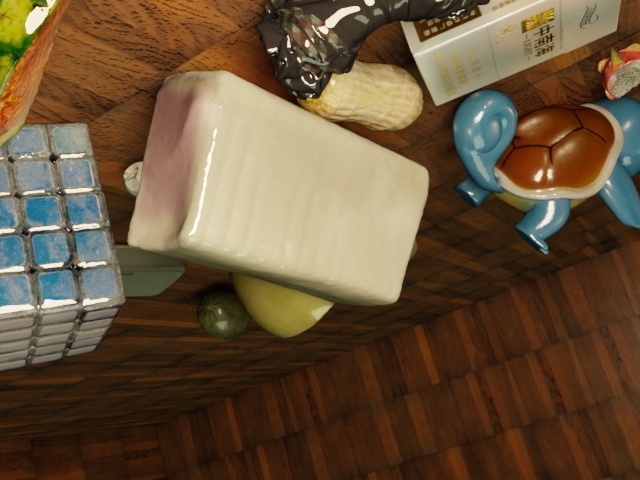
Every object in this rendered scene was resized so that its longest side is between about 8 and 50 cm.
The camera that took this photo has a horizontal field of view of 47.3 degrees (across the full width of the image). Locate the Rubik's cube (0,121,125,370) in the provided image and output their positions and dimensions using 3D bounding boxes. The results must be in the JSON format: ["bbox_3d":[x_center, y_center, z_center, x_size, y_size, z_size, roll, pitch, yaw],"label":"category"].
[{"bbox_3d":[-0.384,0.016,0.865,0.236,0.237,0.238,-6,160,-27],"label":"Rubik's cube"}]

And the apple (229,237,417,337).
[{"bbox_3d":[-0.017,-0.005,1.153,0.295,0.234,0.257,-27,-174,-31],"label":"apple"}]

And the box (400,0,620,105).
[{"bbox_3d":[0.228,-0.260,0.872,0.242,0.067,0.155,-21,164,14],"label":"box"}]

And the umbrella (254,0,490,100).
[{"bbox_3d":[0.063,-0.243,0.718,0.272,0.122,0.110,-25,-155,11],"label":"umbrella"}]

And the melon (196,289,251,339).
[{"bbox_3d":[-0.222,0.172,1.702,0.114,0.114,0.167,-22,163,14],"label":"melon"}]

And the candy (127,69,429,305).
[{"bbox_3d":[-0.035,-0.050,0.879,0.358,0.208,0.145,20,168,-39],"label":"candy"}]

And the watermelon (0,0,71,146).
[{"bbox_3d":[-0.302,-0.138,0.642,0.159,0.128,0.303,-5,159,-36],"label":"watermelon"}]

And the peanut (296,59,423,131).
[{"bbox_3d":[0.054,-0.184,0.912,0.206,0.087,0.087,1,155,-43],"label":"peanut"}]

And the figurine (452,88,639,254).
[{"bbox_3d":[0.369,-0.128,1.219,0.416,0.243,0.298,-4,-158,-28],"label":"figurine"}]

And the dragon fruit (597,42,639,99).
[{"bbox_3d":[0.456,-0.263,1.105,0.060,0.056,0.083,24,134,-31],"label":"dragon fruit"}]

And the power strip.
[{"bbox_3d":[-0.395,0.069,1.306,0.264,0.059,0.193,2,150,-45],"label":"power strip"}]

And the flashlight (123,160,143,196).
[{"bbox_3d":[-0.196,-0.078,1.065,0.093,0.048,0.200,-28,160,33],"label":"flashlight"}]
